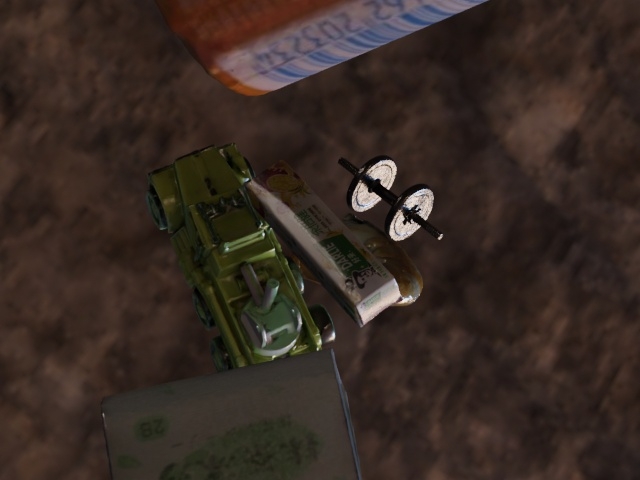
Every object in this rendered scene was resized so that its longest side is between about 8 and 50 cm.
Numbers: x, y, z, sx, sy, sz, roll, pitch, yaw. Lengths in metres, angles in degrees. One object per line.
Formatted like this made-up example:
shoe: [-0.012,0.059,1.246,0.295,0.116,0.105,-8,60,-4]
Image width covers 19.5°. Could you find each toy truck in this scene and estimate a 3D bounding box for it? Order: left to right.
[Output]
toy truck: [-0.083,0.013,1.972,0.135,0.128,0.259,108,-41,-66]

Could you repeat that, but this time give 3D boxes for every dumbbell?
dumbbell: [0.072,-0.044,1.934,0.147,0.069,0.069,39,-25,29]

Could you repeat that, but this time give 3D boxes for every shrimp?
shrimp: [0.052,0.042,2.618,0.185,0.287,0.068,26,-69,14]

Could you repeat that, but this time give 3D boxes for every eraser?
eraser: [-0.079,0.206,1.739,0.227,0.174,0.081,-12,-23,1]

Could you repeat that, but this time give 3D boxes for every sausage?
sausage: [0.021,-0.271,1.566,0.287,0.233,0.233,-21,-59,31]

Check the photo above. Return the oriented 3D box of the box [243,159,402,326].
box: [0.000,0.000,1.824,0.207,0.050,0.041,48,-14,36]
